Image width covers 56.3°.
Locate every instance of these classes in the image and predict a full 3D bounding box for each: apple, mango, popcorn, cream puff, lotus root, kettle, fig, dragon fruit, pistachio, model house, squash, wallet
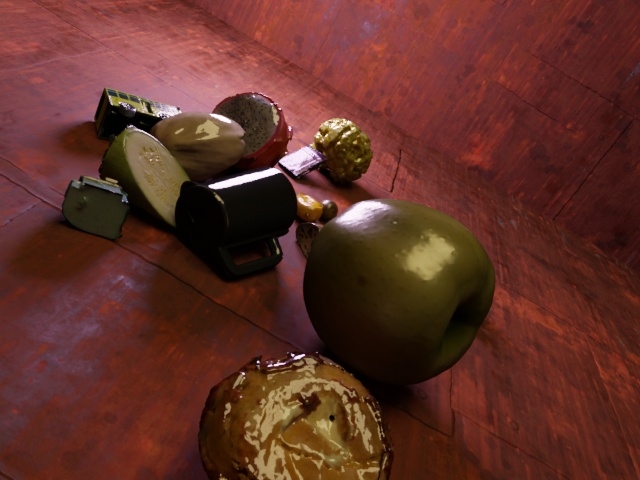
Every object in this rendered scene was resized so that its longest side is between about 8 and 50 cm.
[{"bbox_3d":[0.177,0.115,1.457,0.474,0.473,0.473,25,27,-14],"label":"apple"},{"bbox_3d":[-0.048,-0.115,2.024,0.101,0.066,0.187,13,26,-19],"label":"mango"},{"bbox_3d":[0.086,-0.363,2.411,0.258,0.224,0.270,41,-9,8],"label":"popcorn"},{"bbox_3d":[-0.042,0.352,1.028,0.351,0.228,0.350,11,52,-14],"label":"cream puff"},{"bbox_3d":[0.001,0.002,1.844,0.135,0.095,0.159,4,43,-50],"label":"lotus root"},{"bbox_3d":[-0.226,-0.053,1.631,0.203,0.262,0.308,6,16,30],"label":"kettle"},{"bbox_3d":[0.018,-0.108,2.078,0.074,0.073,0.088,5,15,-43],"label":"fig"},{"bbox_3d":[-0.227,-0.349,2.033,0.291,0.290,0.189,43,-2,22],"label":"dragon fruit"},{"bbox_3d":[-0.364,-0.283,1.800,0.332,0.226,0.207,-19,88,-31],"label":"pistachio"},{"bbox_3d":[-0.532,-0.097,1.433,0.148,0.119,0.148,19,19,-22],"label":"model house"},{"bbox_3d":[-0.419,-0.162,1.563,0.261,0.189,0.189,30,26,0],"label":"squash"},{"bbox_3d":[-0.070,-0.304,2.289,0.166,0.030,0.111,-32,64,-31],"label":"wallet"}]

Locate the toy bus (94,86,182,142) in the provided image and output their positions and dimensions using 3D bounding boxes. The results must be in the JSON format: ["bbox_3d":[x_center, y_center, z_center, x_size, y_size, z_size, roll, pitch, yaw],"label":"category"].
[{"bbox_3d":[-0.549,-0.366,1.849,0.262,0.128,0.150,9,34,-37],"label":"toy bus"}]
